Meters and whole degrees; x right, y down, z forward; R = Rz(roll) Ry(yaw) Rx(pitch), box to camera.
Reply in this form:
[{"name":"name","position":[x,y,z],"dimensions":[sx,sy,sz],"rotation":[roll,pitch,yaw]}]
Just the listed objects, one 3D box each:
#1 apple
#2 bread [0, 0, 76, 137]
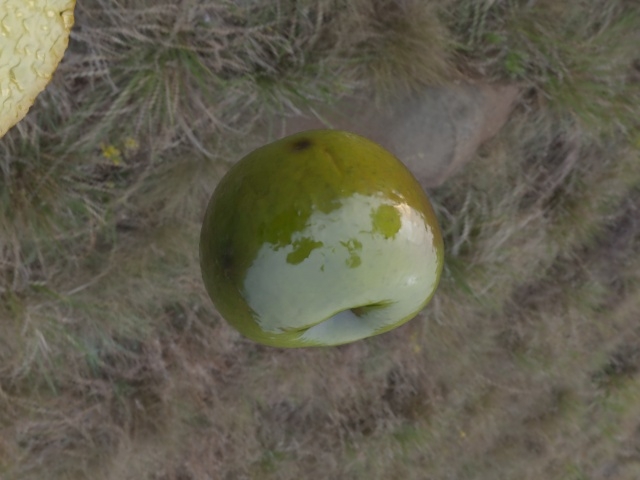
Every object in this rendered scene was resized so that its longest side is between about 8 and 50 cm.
[{"name":"apple","position":[0.000,0.000,0.692],"dimensions":[0.196,0.157,0.196],"rotation":[-16,154,-8]},{"name":"bread","position":[-0.181,-0.106,0.356],"dimensions":[0.260,0.129,0.134],"rotation":[-64,160,-19]}]
